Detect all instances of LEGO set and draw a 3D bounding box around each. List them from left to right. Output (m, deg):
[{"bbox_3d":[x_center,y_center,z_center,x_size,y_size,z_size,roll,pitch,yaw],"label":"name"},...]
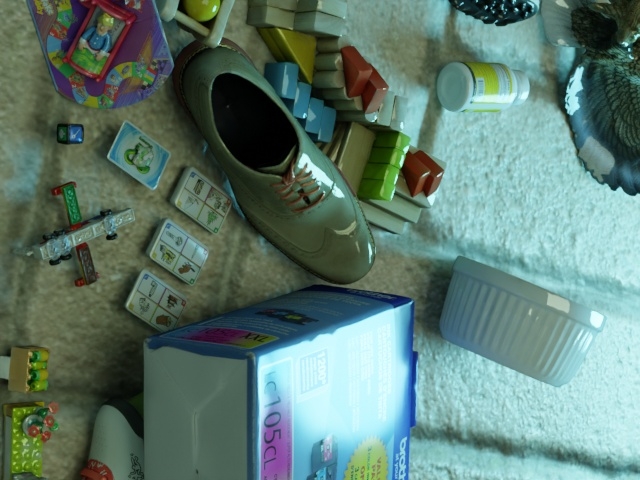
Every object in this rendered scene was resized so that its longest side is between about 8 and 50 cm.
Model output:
[{"bbox_3d":[-0.322,0.251,1.425,0.132,0.107,0.287,43,70,-31],"label":"LEGO set"},{"bbox_3d":[-0.221,-0.027,1.525,0.244,0.060,0.182,38,69,-42],"label":"LEGO set"}]

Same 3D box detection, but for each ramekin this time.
[{"bbox_3d":[0.251,0.107,1.780,0.207,0.207,0.109,22,90,-36],"label":"ramekin"}]

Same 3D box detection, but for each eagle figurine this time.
[{"bbox_3d":[0.442,-0.229,1.925,0.226,0.225,0.298,-17,145,5],"label":"eagle figurine"}]

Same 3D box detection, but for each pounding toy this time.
[{"bbox_3d":[-0.078,-0.332,1.523,0.155,0.154,0.269,27,78,-35],"label":"pounding toy"}]

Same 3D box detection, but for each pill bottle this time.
[{"bbox_3d":[0.213,-0.198,1.804,0.116,0.065,0.065,-3,96,-36],"label":"pill bottle"}]

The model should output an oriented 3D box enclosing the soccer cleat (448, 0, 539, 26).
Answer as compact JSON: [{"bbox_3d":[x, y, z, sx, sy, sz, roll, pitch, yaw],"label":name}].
[{"bbox_3d":[0.150,-0.368,1.730,0.318,0.108,0.116,16,70,-37],"label":"soccer cleat"}]

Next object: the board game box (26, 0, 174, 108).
[{"bbox_3d":[-0.233,-0.215,1.443,0.133,0.033,0.169,-12,106,10],"label":"board game box"}]

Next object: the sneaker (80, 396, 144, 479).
[{"bbox_3d":[-0.246,0.314,1.498,0.145,0.090,0.270,-14,105,-37],"label":"sneaker"}]

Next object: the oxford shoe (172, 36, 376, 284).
[{"bbox_3d":[-0.045,-0.068,1.568,0.123,0.130,0.348,-40,114,1],"label":"oxford shoe"}]

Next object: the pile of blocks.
[{"bbox_3d":[0.036,-0.145,1.649,0.149,0.112,0.362,-51,120,-22],"label":"pile of blocks"}]

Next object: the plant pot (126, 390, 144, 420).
[{"bbox_3d":[-0.173,0.189,1.554,0.079,0.083,0.083,-21,107,-21],"label":"plant pot"}]

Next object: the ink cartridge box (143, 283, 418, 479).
[{"bbox_3d":[-0.021,0.203,1.559,0.395,0.151,0.270,-15,109,-58],"label":"ink cartridge box"}]
